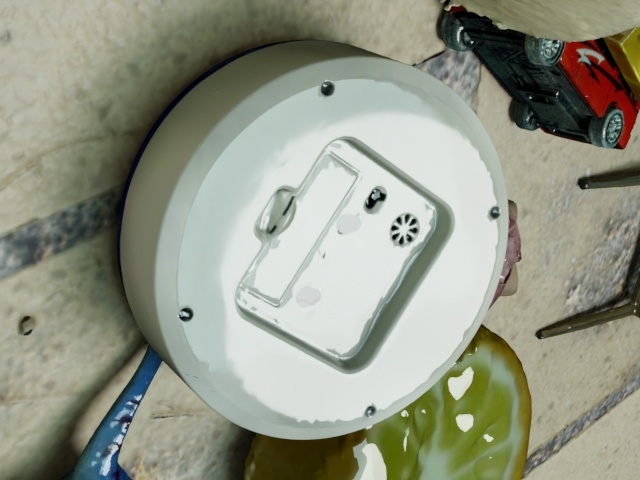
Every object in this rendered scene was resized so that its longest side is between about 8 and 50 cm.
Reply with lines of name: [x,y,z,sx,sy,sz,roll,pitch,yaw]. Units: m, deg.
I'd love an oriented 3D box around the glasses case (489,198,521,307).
glasses case: [0.096,0.001,0.768,0.193,0.070,0.103,1,112,-45]

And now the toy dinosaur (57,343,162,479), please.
toy dinosaur: [-0.149,0.199,0.649,0.144,0.076,0.329,-14,112,-47]

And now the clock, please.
clock: [0.000,0.000,0.621,0.230,0.083,0.231,-8,108,-25]

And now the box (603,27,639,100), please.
box: [0.267,-0.176,0.736,0.156,0.022,0.089,-47,141,1]

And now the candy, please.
candy: [0.059,0.171,0.802,0.259,0.118,0.260,-24,127,-36]

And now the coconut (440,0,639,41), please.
coconut: [0.127,-0.256,0.438,0.360,0.346,0.346,-19,126,-26]

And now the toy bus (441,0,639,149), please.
toy bus: [0.167,-0.138,0.748,0.195,0.081,0.089,34,79,-49]

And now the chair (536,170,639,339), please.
chair: [0.365,0.028,0.974,0.272,0.166,0.188,-12,122,-39]
